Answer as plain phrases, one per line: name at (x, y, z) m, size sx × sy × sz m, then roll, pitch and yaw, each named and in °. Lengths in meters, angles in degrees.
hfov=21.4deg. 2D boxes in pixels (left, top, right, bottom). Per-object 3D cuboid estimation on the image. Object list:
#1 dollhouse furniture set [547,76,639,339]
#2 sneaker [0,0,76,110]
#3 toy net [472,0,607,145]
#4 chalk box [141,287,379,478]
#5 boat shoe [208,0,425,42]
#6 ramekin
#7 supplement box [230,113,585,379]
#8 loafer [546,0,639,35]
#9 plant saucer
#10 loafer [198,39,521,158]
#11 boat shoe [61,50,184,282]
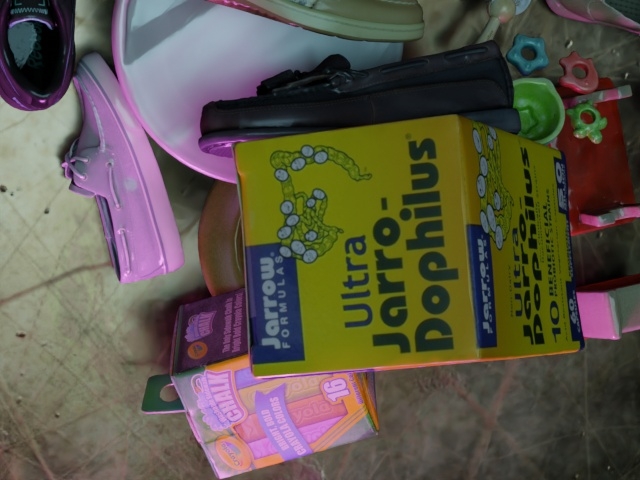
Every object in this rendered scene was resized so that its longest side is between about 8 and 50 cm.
dollhouse furniture set at (0.283, -0.033, 1.725) m, size 0.262 × 0.135 × 0.259 m, roll -11°, pitch 94°, yaw -13°
sneaker at (-0.255, -0.246, 1.521) m, size 0.101 × 0.106 × 0.267 m, roll -6°, pitch 103°, yaw -11°
toy net at (0.201, -0.198, 1.630) m, size 0.122 × 0.045 × 0.232 m, roll -12°, pitch 76°, yaw -11°
chalk box at (-0.065, 0.131, 1.623) m, size 0.213 × 0.132 × 0.132 m, roll -17°, pitch 117°, yaw 9°
boat shoe at (-0.037, -0.236, 1.447) m, size 0.285 × 0.104 × 0.089 m, roll 13°, pitch 101°, yaw -16°
ramekin at (-0.067, -0.196, 1.571) m, size 0.273 × 0.127 × 0.272 m, roll -4°, pitch 104°, yaw -15°
supplement box at (0.089, 0.012, 1.460) m, size 0.195 × 0.356 × 0.194 m, roll -7°, pitch 86°, yaw 22°
loafer at (0.358, -0.241, 1.694) m, size 0.269 × 0.092 × 0.102 m, roll 2°, pitch 102°, yaw -16°
plant saucer at (0.000, 0.000, 1.683) m, size 0.241 × 0.037 × 0.241 m, roll -4°, pitch 104°, yaw -15°
loafer at (0.033, -0.126, 1.505) m, size 0.303 × 0.109 × 0.095 m, roll -4°, pitch 85°, yaw -21°
boat shoe at (-0.198, -0.062, 1.592) m, size 0.081 × 0.079 × 0.227 m, roll -23°, pitch 111°, yaw -14°
